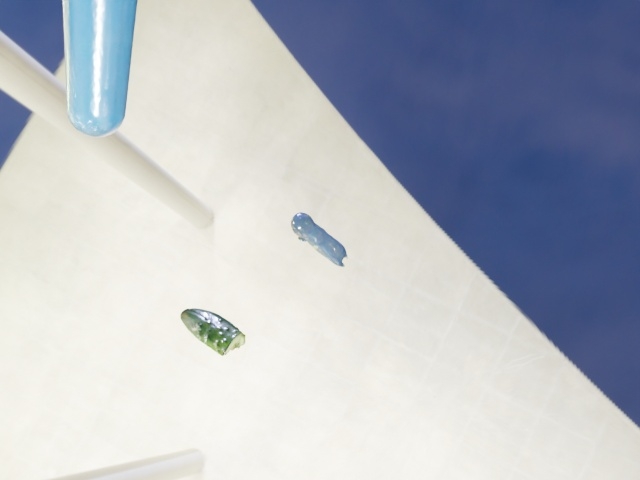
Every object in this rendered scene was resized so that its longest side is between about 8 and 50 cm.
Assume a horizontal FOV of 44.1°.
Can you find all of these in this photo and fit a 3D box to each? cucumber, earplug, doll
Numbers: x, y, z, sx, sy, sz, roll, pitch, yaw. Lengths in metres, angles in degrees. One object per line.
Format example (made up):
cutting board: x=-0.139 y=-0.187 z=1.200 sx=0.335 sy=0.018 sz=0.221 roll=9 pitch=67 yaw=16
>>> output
cucumber: x=-0.169 y=0.131 z=1.224 sx=0.107 sy=0.067 sz=0.035 roll=32 pitch=-66 yaw=20
earplug: x=-0.407 y=-0.325 z=1.448 sx=0.133 sy=0.132 sz=0.272 roll=8 pitch=-76 yaw=10
doll: x=0.000 y=0.000 z=1.186 sx=0.027 sy=0.125 sz=0.037 roll=-5 pitch=-127 yaw=46
